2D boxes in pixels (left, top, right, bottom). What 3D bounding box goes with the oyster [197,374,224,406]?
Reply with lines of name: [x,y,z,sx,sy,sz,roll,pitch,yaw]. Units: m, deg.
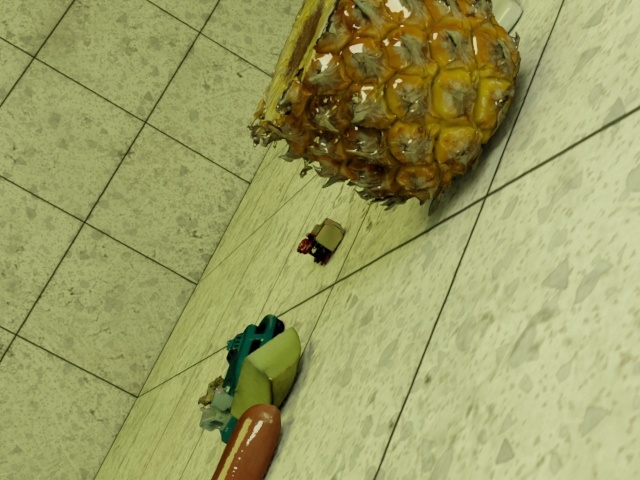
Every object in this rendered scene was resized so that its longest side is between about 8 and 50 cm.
oyster: [-0.233,0.330,1.921,0.086,0.029,0.132,-54,8,-4]

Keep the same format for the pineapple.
pineapple: [0.089,-0.212,1.195,0.352,0.300,0.352,-55,12,18]

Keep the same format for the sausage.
sausage: [-0.113,0.328,1.294,0.194,0.077,0.077,-66,13,-21]

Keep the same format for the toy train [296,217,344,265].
toy train: [0.000,0.000,1.699,0.087,0.050,0.138,-56,10,-3]

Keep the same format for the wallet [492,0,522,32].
wallet: [0.281,-0.363,1.435,0.095,0.033,0.190,-52,14,26]

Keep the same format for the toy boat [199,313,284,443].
toy boat: [-0.148,0.236,1.644,0.134,0.092,0.299,-57,12,30]

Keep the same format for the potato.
potato: [-0.072,0.231,1.432,0.120,0.081,0.149,-30,-31,-42]
